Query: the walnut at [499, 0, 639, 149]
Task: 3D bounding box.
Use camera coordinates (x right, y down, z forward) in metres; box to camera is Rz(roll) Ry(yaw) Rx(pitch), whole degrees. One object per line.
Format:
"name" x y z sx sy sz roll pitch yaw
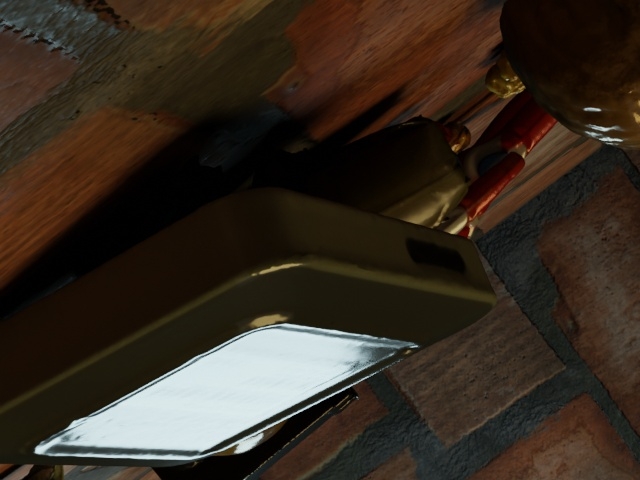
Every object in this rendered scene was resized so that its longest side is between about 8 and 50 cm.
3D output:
"walnut" 0.235 -0.162 1.603 0.141 0.204 0.238 -23 173 1

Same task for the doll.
"doll" 0.154 -0.047 2.135 0.384 0.099 0.188 -44 -175 -11

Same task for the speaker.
"speaker" -0.106 0.206 2.390 0.254 0.184 0.232 -40 173 -1

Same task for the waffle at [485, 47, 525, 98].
"waffle" 0.250 -0.210 1.909 0.194 0.051 0.149 -25 167 -36

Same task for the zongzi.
"zongzi" 0.000 0.000 1.813 0.260 0.123 0.289 -35 178 -15

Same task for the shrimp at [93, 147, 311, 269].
"shrimp" -0.084 -0.021 1.507 0.222 0.054 0.290 -33 173 -24

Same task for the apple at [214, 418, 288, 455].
"apple" -0.105 0.154 2.057 0.155 0.182 0.182 -63 -176 -22

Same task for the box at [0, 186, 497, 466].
"box" -0.085 0.090 1.511 0.373 0.090 0.367 -30 158 26

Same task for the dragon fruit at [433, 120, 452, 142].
"dragon fruit" 0.071 -0.036 1.896 0.192 0.092 0.122 -53 -146 7

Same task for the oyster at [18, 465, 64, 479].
"oyster" -0.426 0.399 2.298 0.351 0.158 0.162 -47 172 -8

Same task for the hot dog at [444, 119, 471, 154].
"hot dog" 0.106 -0.085 2.086 0.144 0.038 0.062 -38 176 29
